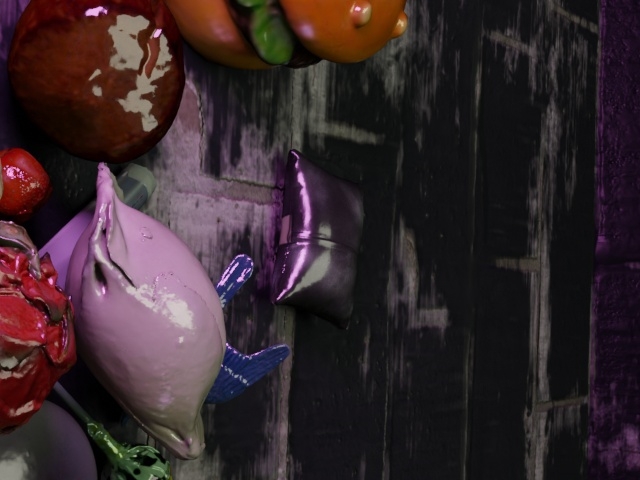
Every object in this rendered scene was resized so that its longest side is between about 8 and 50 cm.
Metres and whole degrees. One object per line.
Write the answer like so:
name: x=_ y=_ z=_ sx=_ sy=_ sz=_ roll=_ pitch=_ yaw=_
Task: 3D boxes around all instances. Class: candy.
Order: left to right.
candy: x=-0.291 y=0.236 z=1.710 sx=0.305 sy=0.091 sz=0.083 roll=53 pitch=13 yaw=-29

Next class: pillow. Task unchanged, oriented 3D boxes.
pillow: x=0.000 y=0.000 z=2.130 sx=0.186 sy=0.106 sz=0.250 roll=22 pitch=69 yaw=-48

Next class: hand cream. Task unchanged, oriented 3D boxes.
hand cream: x=-0.289 y=-0.005 z=1.719 sx=0.255 sy=0.048 sz=0.079 roll=-53 pitch=128 yaw=-41

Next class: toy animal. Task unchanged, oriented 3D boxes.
toy animal: x=-0.173 y=0.133 z=1.807 sx=0.255 sy=0.239 sz=0.176 roll=-54 pitch=-172 yaw=17

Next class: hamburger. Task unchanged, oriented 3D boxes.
hamburger: x=-0.036 y=-0.427 z=1.906 sx=0.395 sy=0.277 sz=0.396 roll=2 pitch=88 yaw=-59

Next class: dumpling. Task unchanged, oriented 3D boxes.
dumpling: x=-0.207 y=0.077 z=1.631 sx=0.341 sy=0.181 sz=0.260 roll=46 pitch=11 yaw=-28

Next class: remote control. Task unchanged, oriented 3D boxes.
remote control: x=-0.358 y=0.341 z=1.555 sx=0.221 sy=0.103 sz=0.332 roll=35 pitch=59 yaw=-47

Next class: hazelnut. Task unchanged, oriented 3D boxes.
hazelnut: x=-0.272 y=-0.207 z=1.622 sx=0.218 sy=0.218 sz=0.234 roll=-29 pitch=123 yaw=-55

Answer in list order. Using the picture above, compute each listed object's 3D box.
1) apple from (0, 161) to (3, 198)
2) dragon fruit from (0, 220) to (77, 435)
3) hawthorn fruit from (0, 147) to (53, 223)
apple: x=-0.412 y=-0.103 z=1.404 sx=0.195 sy=0.160 sz=0.173 roll=-112 pitch=-159 yaw=-62
dragon fruit: x=-0.379 y=0.123 z=1.459 sx=0.233 sy=0.233 sz=0.293 roll=5 pitch=117 yaw=-58
hawthorn fruit: x=-0.356 y=-0.066 z=1.579 sx=0.093 sy=0.093 sz=0.093 roll=-1 pitch=91 yaw=-58
